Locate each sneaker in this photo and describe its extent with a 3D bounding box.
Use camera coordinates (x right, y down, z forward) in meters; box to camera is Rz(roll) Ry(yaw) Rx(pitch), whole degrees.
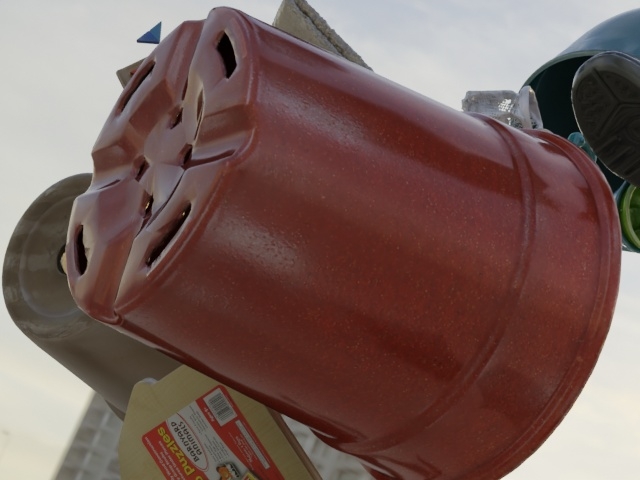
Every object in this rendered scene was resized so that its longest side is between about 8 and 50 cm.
[{"bbox_3d":[0.298,-0.101,1.026,0.227,0.130,0.087,31,-39,-20],"label":"sneaker"}]

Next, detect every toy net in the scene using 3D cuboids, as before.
[{"bbox_3d":[0.219,-0.080,1.052,0.232,0.122,0.045,29,-19,-29],"label":"toy net"}]

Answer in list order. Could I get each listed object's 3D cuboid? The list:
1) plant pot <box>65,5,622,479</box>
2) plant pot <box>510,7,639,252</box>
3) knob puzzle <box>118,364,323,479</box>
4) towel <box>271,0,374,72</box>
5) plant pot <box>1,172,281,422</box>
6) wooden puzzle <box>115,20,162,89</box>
[{"bbox_3d":[0.000,0.000,0.796,0.265,0.272,0.272,25,-17,-31],"label":"plant pot"},{"bbox_3d":[0.409,-0.166,1.509,0.271,0.255,0.272,24,-43,24],"label":"plant pot"},{"bbox_3d":[-0.079,0.183,0.943,0.213,0.213,0.030,12,23,29],"label":"knob puzzle"},{"bbox_3d":[0.022,-0.166,1.597,0.282,0.049,0.187,50,-35,15],"label":"towel"},{"bbox_3d":[-0.195,0.059,1.415,0.323,0.323,0.280,9,-12,34],"label":"plant pot"},{"bbox_3d":[-0.143,-0.143,1.149,0.116,0.078,0.014,55,-12,12],"label":"wooden puzzle"}]
